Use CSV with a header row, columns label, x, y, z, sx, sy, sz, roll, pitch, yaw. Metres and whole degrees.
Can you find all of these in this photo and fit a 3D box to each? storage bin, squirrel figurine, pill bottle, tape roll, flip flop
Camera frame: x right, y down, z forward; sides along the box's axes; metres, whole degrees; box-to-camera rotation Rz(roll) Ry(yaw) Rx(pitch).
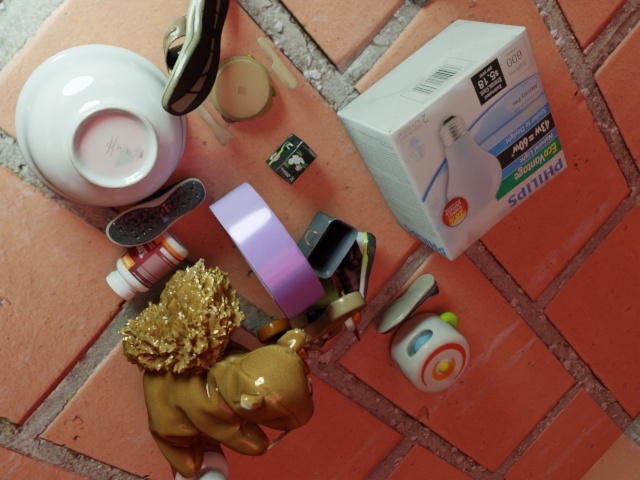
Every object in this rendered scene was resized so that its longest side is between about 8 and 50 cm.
label,x,y,z,sx,sy,sz,roll,pitch,yaw
storage bin,0.000,0.000,1.319,0.098,0.091,0.135,27,98,-34
squirrel figurine,-0.200,0.249,1.149,0.281,0.370,0.397,-43,105,-37
pill bottle,-0.280,0.505,1.343,0.121,0.216,0.121,-12,118,-23
pill bottle,-0.344,0.045,1.165,0.152,0.086,0.086,-42,125,-4
tape roll,-0.105,0.022,1.162,0.090,0.275,0.275,-35,125,-7
flip flop,-0.228,-0.351,1.020,0.112,0.080,0.277,13,88,-75

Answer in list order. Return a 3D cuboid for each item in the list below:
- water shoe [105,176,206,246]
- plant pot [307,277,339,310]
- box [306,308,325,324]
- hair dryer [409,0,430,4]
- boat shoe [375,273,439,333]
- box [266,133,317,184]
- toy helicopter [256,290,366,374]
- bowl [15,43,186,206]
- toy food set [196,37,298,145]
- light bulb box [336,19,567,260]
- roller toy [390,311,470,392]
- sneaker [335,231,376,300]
label,x,y,z,sx,sy,sz,roll,pitch,yaw
water shoe,-0.314,-0.053,1.134,0.203,0.080,0.073,-29,108,-12
plant pot,-0.002,0.131,1.397,0.079,0.083,0.083,-18,121,-5
box,0.010,0.195,1.463,0.083,0.018,0.067,-21,121,-17
hair dryer,0.147,-0.575,1.121,0.293,0.080,0.224,-5,116,-25
boat shoe,0.233,0.180,1.538,0.206,0.075,0.065,-43,122,-8
box,-0.060,-0.169,1.222,0.083,0.062,0.052,-47,127,0
toy helicopter,0.019,0.191,1.300,0.234,0.140,0.355,-16,162,-28
bowl,-0.365,-0.177,1.018,0.297,0.134,0.298,-11,118,-22
toy food set,-0.152,-0.290,1.137,0.192,0.038,0.132,-39,118,1
light bulb box,0.294,-0.218,1.283,0.357,0.225,0.361,-39,124,-6
roller toy,0.300,0.309,1.592,0.191,0.146,0.210,-7,117,-24
sneaker,0.067,0.077,1.416,0.097,0.084,0.235,8,110,-5
